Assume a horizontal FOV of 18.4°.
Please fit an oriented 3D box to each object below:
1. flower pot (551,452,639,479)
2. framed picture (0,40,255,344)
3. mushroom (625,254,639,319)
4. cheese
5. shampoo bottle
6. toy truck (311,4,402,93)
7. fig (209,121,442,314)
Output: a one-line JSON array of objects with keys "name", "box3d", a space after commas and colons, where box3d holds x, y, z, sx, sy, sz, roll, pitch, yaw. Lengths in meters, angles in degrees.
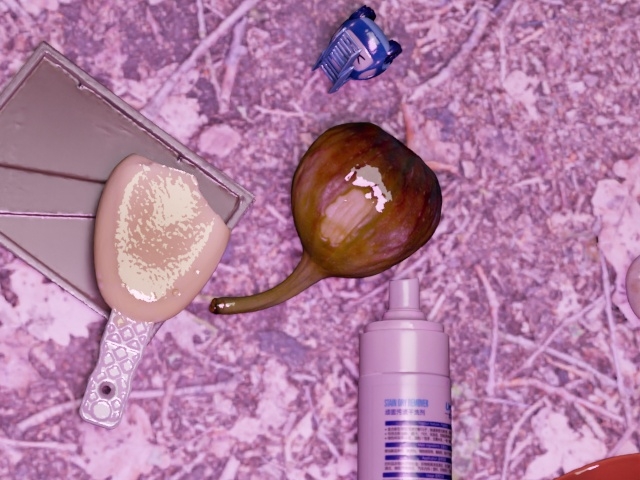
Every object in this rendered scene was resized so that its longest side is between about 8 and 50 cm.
[{"name": "flower pot", "box3d": [0.277, 0.307, 1.840, 0.190, 0.190, 0.173, -19, 95, -14]}, {"name": "framed picture", "box3d": [-0.215, -0.045, 1.883, 0.260, 0.023, 0.189, 35, 74, -2]}, {"name": "mushroom", "box3d": [0.345, 0.045, 1.948, 0.085, 0.079, 0.085, 3, 76, -13]}, {"name": "cheese", "box3d": [-0.166, 0.052, 1.837, 0.127, 0.050, 0.255, 18, 75, -10]}, {"name": "shampoo bottle", "box3d": [0.078, 0.185, 1.860, 0.092, 0.092, 0.303, 2, 78, -11]}, {"name": "toy truck", "box3d": [0.037, -0.188, 1.904, 0.074, 0.136, 0.063, -37, 86, -16]}, {"name": "fig", "box3d": [0.000, 0.000, 1.874, 0.149, 0.149, 0.245, 45, 92, 0]}]
